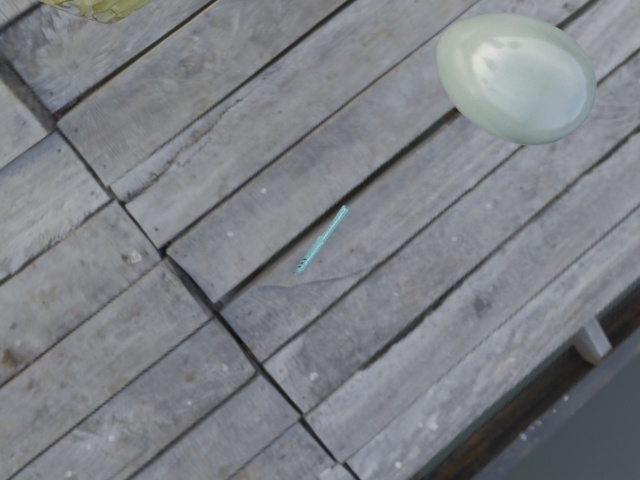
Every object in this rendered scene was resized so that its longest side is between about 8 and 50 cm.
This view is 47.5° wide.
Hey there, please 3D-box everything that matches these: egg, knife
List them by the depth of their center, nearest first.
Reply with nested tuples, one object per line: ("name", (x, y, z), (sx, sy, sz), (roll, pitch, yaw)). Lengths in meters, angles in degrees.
("knife", (0.000, 0.000, 0.755), (0.005, 0.014, 0.091), (29, 104, -33))
("egg", (0.243, -0.206, 0.916), (0.209, 0.151, 0.151), (31, 91, 3))

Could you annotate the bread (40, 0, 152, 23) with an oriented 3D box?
("bread", (-0.153, -0.250, 0.417), (0.250, 0.133, 0.178), (35, 50, -40))
